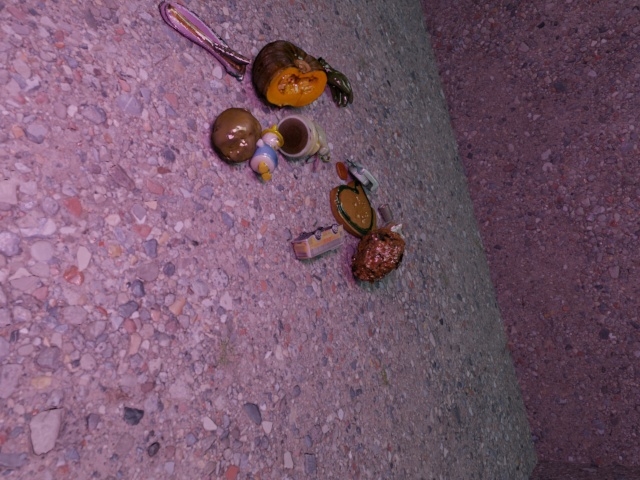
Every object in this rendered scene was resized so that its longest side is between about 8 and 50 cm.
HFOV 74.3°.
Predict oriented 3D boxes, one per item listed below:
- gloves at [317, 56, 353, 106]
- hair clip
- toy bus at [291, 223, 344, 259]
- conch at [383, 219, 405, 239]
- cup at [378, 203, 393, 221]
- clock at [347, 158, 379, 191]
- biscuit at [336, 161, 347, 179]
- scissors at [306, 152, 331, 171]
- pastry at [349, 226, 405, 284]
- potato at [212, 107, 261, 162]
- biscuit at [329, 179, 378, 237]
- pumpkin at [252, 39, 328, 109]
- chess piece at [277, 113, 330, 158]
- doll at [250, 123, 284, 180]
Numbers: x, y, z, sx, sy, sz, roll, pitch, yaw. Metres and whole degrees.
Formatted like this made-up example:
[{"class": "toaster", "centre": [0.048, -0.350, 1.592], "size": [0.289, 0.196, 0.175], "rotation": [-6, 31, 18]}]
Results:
[{"class": "gloves", "centre": [0.073, -0.784, 2.088], "size": [0.107, 0.135, 0.268], "rotation": [-43, 115, -6]}, {"class": "hair clip", "centre": [-0.400, -0.718, 1.501], "size": [0.359, 0.096, 0.110], "rotation": [30, 88, -32]}, {"class": "toy bus", "centre": [0.000, 0.000, 1.690], "size": [0.268, 0.092, 0.106], "rotation": [-21, 102, -54]}, {"class": "conch", "centre": [0.373, -0.033, 2.130], "size": [0.114, 0.137, 0.234], "rotation": [49, 28, -7]}, {"class": "cup", "centre": [0.342, -0.146, 2.229], "size": [0.055, 0.075, 0.083], "rotation": [-29, 105, -16]}, {"class": "clock", "centre": [0.195, -0.322, 2.047], "size": [0.188, 0.060, 0.148], "rotation": [43, 7, -19]}, {"class": "biscuit", "centre": [0.104, -0.332, 2.018], "size": [0.078, 0.015, 0.091], "rotation": [-10, 84, -55]}, {"class": "scissors", "centre": [-0.016, -0.374, 1.879], "size": [0.133, 0.020, 0.187], "rotation": [49, 40, -23]}, {"class": "pastry", "centre": [0.239, 0.054, 1.848], "size": [0.193, 0.275, 0.274], "rotation": [45, 44, -21]}, {"class": "potato", "centre": [-0.285, -0.364, 1.439], "size": [0.154, 0.137, 0.200], "rotation": [69, 28, -52]}, {"class": "biscuit", "centre": [0.172, -0.155, 1.999], "size": [0.344, 0.057, 0.287], "rotation": [34, 51, -40]}, {"class": "pumpkin", "centre": [-0.150, -0.664, 1.706], "size": [0.325, 0.242, 0.232], "rotation": [-13, 57, -49]}, {"class": "chess piece", "centre": [-0.050, -0.430, 1.763], "size": [0.298, 0.176, 0.175], "rotation": [-28, 98, -63]}, {"class": "doll", "centre": [-0.195, -0.332, 1.568], "size": [0.135, 0.099, 0.241], "rotation": [37, 50, -31]}]
